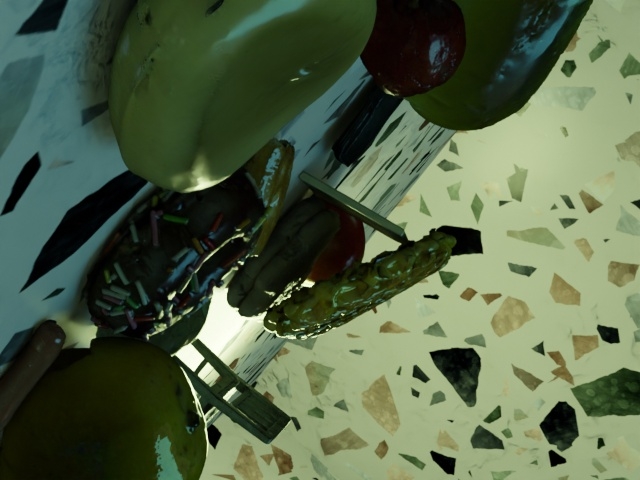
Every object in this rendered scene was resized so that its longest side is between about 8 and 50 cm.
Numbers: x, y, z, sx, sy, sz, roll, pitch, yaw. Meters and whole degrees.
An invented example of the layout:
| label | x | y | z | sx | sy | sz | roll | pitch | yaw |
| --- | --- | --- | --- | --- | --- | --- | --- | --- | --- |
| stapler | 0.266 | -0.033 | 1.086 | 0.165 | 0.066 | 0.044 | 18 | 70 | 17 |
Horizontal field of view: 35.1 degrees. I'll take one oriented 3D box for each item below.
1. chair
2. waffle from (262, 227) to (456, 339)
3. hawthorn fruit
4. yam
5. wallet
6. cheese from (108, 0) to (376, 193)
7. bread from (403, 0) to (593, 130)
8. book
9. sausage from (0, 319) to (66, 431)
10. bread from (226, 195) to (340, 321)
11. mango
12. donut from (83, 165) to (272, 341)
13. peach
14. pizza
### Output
| label | x | y | z | sx | sy | sz | roll | pitch | yaw |
| --- | --- | --- | --- | --- | --- | --- | --- | --- | --- |
| chair | -0.217 | 0.336 | 2.007 | 0.147 | 0.270 | 0.136 | -52 | 174 | 18 |
| waffle | 0.080 | 0.085 | 1.922 | 0.382 | 0.095 | 0.380 | -29 | 171 | 16 |
| hawthorn fruit | 0.115 | -0.268 | 1.285 | 0.148 | 0.148 | 0.172 | -47 | 161 | -8 |
| yam | -0.214 | 0.104 | 1.459 | 0.106 | 0.106 | 0.259 | -53 | 171 | 34 |
| wallet | 0.126 | -0.265 | 1.737 | 0.318 | 0.045 | 0.172 | -52 | 172 | 5 |
| cheese | -0.061 | -0.160 | 0.819 | 0.259 | 0.128 | 0.316 | -45 | 171 | -12 |
| bread | 0.282 | -0.337 | 1.567 | 0.251 | 0.208 | 0.376 | -30 | 158 | -49 |
| book | 0.068 | -0.055 | 1.886 | 0.020 | 0.208 | 0.295 | -60 | 173 | 0 |
| sausage | -0.353 | 0.167 | 1.172 | 0.186 | 0.043 | 0.043 | -50 | 173 | 16 |
| bread | -0.089 | 0.059 | 1.974 | 0.183 | 0.102 | 0.337 | -42 | 170 | -46 |
| mango | -0.291 | 0.282 | 1.276 | 0.365 | 0.253 | 0.182 | -53 | -177 | 21 |
| donut | -0.168 | 0.015 | 1.229 | 0.269 | 0.103 | 0.269 | -46 | 174 | -7 |
| peach | 0.000 | 0.000 | 2.159 | 0.190 | 0.192 | 0.190 | -10 | 173 | -1 |
| pizza | -0.075 | -0.085 | 1.382 | 0.161 | 0.062 | 0.182 | -56 | 163 | -44 |
